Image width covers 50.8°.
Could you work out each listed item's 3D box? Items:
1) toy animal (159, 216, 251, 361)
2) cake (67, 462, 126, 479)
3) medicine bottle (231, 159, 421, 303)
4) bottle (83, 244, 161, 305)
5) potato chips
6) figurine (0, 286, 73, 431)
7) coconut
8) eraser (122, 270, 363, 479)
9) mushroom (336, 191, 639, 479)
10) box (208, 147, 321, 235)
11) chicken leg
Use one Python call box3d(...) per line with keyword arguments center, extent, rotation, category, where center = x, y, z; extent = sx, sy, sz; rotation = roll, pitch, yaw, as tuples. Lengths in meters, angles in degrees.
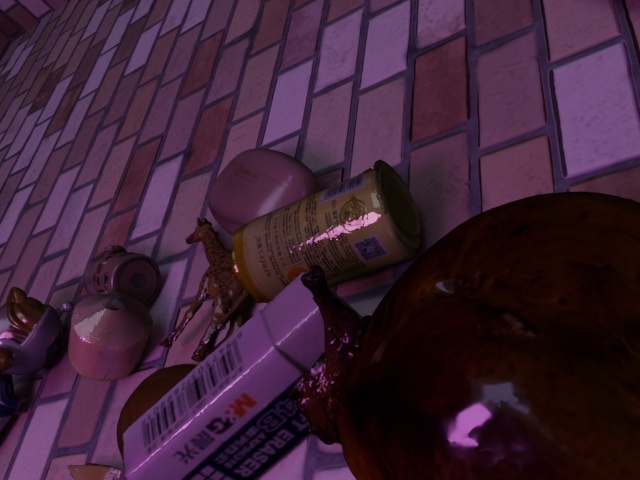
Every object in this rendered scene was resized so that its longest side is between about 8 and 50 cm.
box3d(center=(-0.158, 0.061, 0.986), extent=(0.149, 0.054, 0.276), rotation=(-25, 46, 29), category="toy animal")
box3d(center=(-0.294, 0.322, 0.883), extent=(0.121, 0.052, 0.065), rotation=(-6, 56, 39), category="cake")
box3d(center=(0.000, 0.000, 0.840), extent=(0.238, 0.124, 0.124), rotation=(-22, 44, 27), category="medicine bottle")
box3d(center=(-0.341, 0.060, 1.125), extent=(0.152, 0.099, 0.099), rotation=(5, 60, 49), category="bottle")
box3d(center=(-0.209, 0.227, 0.894), extent=(0.201, 0.049, 0.150), rotation=(-10, 45, 44), category="potato chips")
box3d(center=(-0.525, 0.222, 1.132), extent=(0.194, 0.133, 0.274), rotation=(-35, 40, 52), category="figurine")
box3d(center=(-0.314, 0.135, 1.003), extent=(0.116, 0.116, 0.122), rotation=(-105, 34, -47), category="coconut")
box3d(center=(-0.074, 0.175, 0.751), extent=(0.287, 0.130, 0.086), rotation=(-43, 35, 7), category="eraser")
box3d(center=(0.163, 0.132, 0.539), extent=(0.345, 0.260, 0.345), rotation=(-37, 12, 9), category="mushroom")
box3d(center=(-0.086, -0.065, 1.000), extent=(0.146, 0.088, 0.200), rotation=(-53, 40, -10), category="box")
box3d(center=(0.016, 0.122, 0.681), extent=(0.053, 0.093, 0.205), rotation=(-116, 31, -71), category="chicken leg")
